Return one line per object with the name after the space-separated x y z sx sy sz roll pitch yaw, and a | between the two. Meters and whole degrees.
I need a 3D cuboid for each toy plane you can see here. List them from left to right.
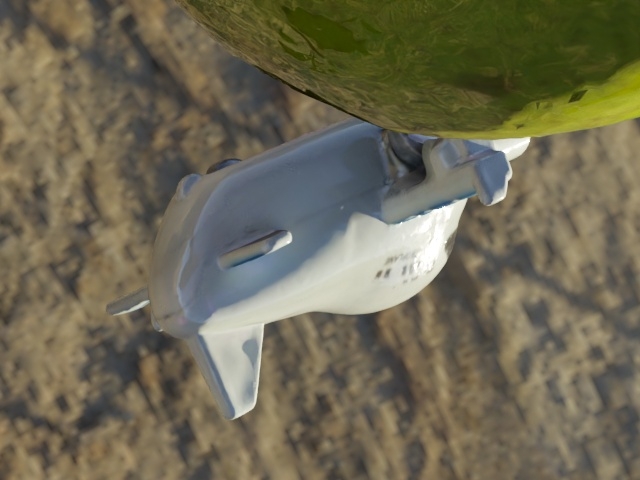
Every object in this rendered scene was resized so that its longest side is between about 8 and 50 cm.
-0.002 -0.005 1.103 0.267 0.267 0.123 -34 100 -57 | toy plane

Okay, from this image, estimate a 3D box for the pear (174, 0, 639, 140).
0.033 -0.109 0.370 0.187 0.219 0.188 9 77 -39 | pear
